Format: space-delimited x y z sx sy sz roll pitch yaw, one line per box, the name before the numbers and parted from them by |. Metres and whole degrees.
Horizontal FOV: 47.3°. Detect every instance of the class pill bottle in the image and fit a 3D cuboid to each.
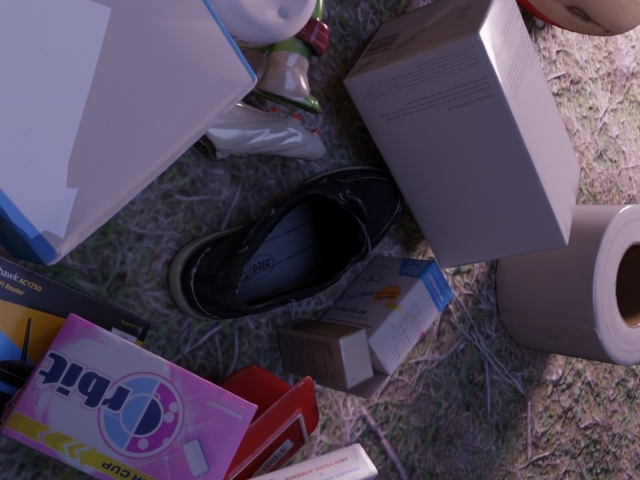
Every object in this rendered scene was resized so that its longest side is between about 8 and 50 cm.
pill bottle | -0.109 -0.221 0.657 0.117 0.214 0.117 -2 94 -40

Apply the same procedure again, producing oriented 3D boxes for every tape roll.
tape roll | 0.417 0.064 1.149 0.246 0.169 0.246 -2 93 -41

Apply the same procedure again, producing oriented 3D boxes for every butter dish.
butter dish | -0.091 0.190 0.764 0.160 0.118 0.160 -41 154 -19

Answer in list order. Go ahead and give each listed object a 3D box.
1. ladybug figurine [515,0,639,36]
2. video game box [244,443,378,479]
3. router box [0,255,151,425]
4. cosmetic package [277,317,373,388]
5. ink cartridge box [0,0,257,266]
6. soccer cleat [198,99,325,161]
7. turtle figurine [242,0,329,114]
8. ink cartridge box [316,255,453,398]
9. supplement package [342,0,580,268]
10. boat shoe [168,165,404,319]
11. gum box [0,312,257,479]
ladybug figurine | 0.350 -0.460 1.070 0.449 0.161 0.305 14 84 -40
video game box | -0.056 0.312 0.768 0.187 0.048 0.205 -3 132 -38
router box | -0.260 0.101 0.656 0.178 0.046 0.133 32 72 -37
cosmetic package | 0.004 0.127 0.835 0.041 0.115 0.060 -18 104 -38
ink cartridge box | -0.230 -0.126 0.524 0.197 0.270 0.198 -48 120 -26
soccer cleat | -0.083 -0.115 0.788 0.196 0.068 0.076 21 84 -32
turtle figurine | 0.025 -0.263 0.775 0.274 0.197 0.267 10 103 -63
ink cartridge box | 0.066 0.100 0.894 0.181 0.104 0.062 -46 119 -29
supplement package | 0.188 -0.138 0.914 0.293 0.175 0.178 59 38 -26
boat shoe | -0.001 -0.004 0.826 0.340 0.113 0.127 -20 104 -38
gum box | -0.163 0.149 0.623 0.188 0.062 0.107 29 72 -8
